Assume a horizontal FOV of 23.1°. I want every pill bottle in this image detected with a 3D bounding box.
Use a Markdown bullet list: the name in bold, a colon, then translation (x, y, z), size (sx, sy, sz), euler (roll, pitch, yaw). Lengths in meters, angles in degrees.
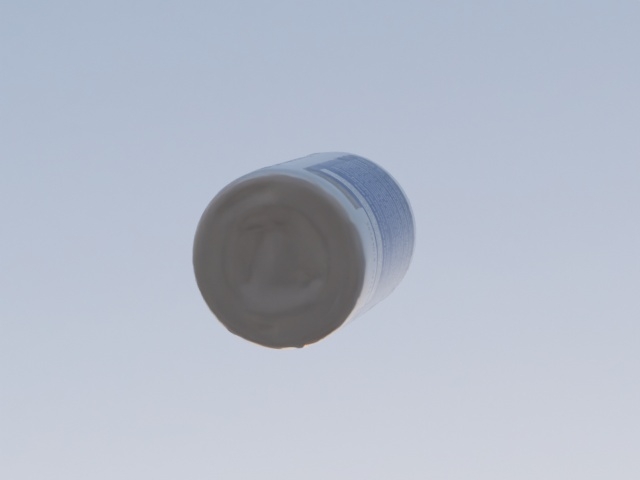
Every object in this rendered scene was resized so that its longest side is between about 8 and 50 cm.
- **pill bottle**: translation (0.000, 0.000, 0.610), size (0.067, 0.120, 0.067), euler (2, -82, 16)
